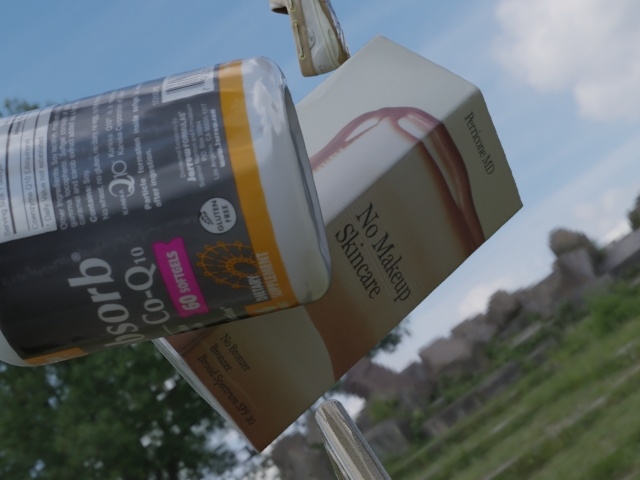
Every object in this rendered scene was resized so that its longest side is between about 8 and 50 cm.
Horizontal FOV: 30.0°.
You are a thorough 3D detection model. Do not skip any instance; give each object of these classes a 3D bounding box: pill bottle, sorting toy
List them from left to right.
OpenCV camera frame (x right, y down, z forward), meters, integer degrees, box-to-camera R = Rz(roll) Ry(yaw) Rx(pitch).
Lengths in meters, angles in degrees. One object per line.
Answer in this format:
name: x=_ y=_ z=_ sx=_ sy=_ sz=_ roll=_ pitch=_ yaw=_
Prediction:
pill bottle: x=-0.142 y=-0.010 z=0.754 sx=0.279 sy=0.162 sz=0.162 roll=-14 pitch=-15 yaw=4
sorting toy: x=0.088 y=0.296 z=0.989 sx=0.041 sy=0.307 sz=0.229 roll=-23 pitch=-53 yaw=-12

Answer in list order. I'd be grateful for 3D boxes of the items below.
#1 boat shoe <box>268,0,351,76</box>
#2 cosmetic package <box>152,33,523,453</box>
boat shoe: x=-0.024 y=-0.243 z=1.197 sx=0.059 sy=0.170 sz=0.063 roll=-22 pitch=-13 yaw=12
cosmetic package: x=0.000 y=0.000 z=0.931 sx=0.296 sy=0.129 sz=0.153 roll=-43 pitch=-44 yaw=-11
